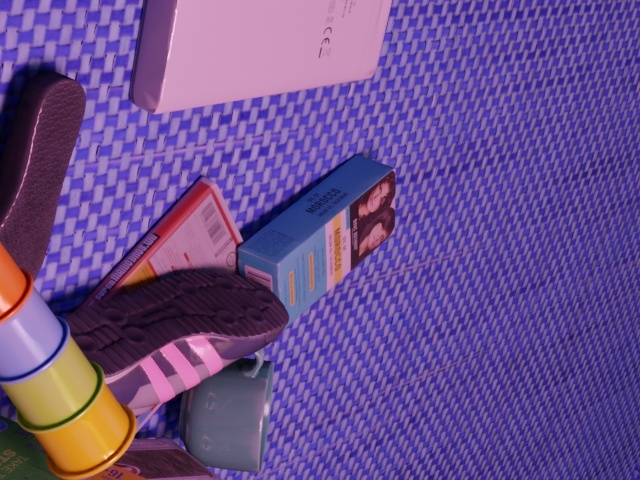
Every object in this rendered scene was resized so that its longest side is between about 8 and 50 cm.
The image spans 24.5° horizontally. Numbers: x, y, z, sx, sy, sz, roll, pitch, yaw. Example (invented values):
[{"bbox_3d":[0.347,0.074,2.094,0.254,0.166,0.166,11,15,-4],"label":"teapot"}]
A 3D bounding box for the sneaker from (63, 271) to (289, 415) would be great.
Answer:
[{"bbox_3d":[-0.172,0.121,1.551,0.319,0.112,0.131,-12,138,-45],"label":"sneaker"}]

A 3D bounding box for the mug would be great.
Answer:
[{"bbox_3d":[-0.109,0.186,1.709,0.129,0.097,0.157,52,44,-87],"label":"mug"}]

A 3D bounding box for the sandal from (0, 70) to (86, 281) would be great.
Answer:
[{"bbox_3d":[-0.286,-0.035,1.361,0.097,0.054,0.254,18,93,-67],"label":"sandal"}]

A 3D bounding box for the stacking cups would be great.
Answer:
[{"bbox_3d":[-0.273,0.071,1.303,0.096,0.096,0.316,-44,126,-26],"label":"stacking cups"}]

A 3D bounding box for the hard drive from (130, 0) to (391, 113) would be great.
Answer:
[{"bbox_3d":[-0.041,-0.265,1.533,0.353,0.047,0.233,-17,127,-50],"label":"hard drive"}]

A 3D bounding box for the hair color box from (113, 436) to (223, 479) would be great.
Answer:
[{"bbox_3d":[-0.267,0.404,1.625,0.185,0.114,0.374,9,109,-57],"label":"hair color box"}]

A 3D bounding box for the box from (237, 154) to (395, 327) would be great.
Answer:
[{"bbox_3d":[0.000,0.000,1.746,0.244,0.060,0.100,-40,140,-42],"label":"box"}]

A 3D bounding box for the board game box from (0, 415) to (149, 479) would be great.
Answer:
[{"bbox_3d":[-0.314,0.276,1.304,0.316,0.242,0.064,-36,140,-57],"label":"board game box"}]

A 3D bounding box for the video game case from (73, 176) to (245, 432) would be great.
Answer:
[{"bbox_3d":[-0.184,0.091,1.615,0.285,0.025,0.204,-49,146,-21],"label":"video game case"}]
